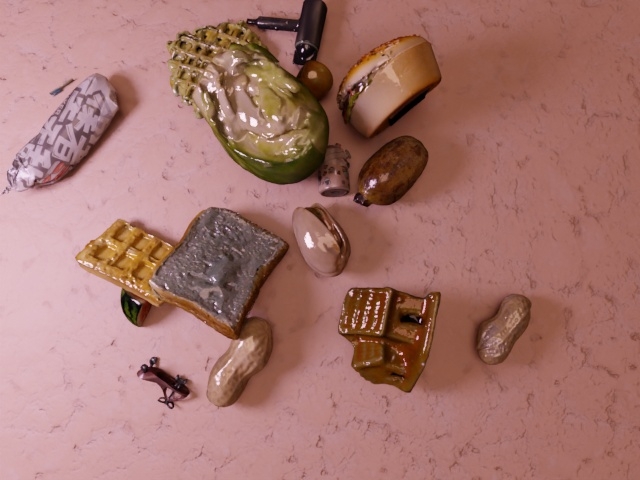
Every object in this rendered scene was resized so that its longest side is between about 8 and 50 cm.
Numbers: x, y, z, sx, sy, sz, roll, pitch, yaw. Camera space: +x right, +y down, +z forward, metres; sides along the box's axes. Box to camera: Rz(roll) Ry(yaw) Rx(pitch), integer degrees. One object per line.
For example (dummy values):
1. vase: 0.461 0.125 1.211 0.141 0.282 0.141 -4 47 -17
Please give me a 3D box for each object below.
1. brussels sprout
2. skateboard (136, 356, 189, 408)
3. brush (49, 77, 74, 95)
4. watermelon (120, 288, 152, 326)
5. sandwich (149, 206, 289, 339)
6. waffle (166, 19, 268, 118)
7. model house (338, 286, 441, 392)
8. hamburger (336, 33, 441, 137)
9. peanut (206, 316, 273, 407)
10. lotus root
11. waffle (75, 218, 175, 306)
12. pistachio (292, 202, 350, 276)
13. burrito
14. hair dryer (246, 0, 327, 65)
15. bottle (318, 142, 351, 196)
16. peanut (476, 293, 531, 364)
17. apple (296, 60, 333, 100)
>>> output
1. brussels sprout: -0.146 -0.316 1.079 0.371 0.315 0.276 39 95 -10
2. skateboard: -0.431 0.393 1.110 0.151 0.067 0.080 33 93 0
3. brush: -0.787 -0.466 1.242 0.083 0.016 0.013 -37 97 -4
4. watermelon: -0.509 0.163 1.139 0.094 0.125 0.135 -21 61 -31
5. sandwich: -0.262 0.066 1.078 0.271 0.099 0.301 29 60 -2
6. waffle: -0.301 -0.520 1.220 0.317 0.073 0.297 -21 83 -3
7. model house: 0.163 0.246 1.068 0.239 0.173 0.268 13 80 1
8. hamburger: 0.175 -0.415 1.099 0.300 0.300 0.176 -36 90 -4
9. peanut: -0.211 0.327 1.086 0.123 0.123 0.257 29 83 4
10. lotus root: 0.193 -0.187 1.149 0.260 0.128 0.145 -43 71 -10
11. waffle: -0.496 0.060 1.115 0.274 0.057 0.168 26 51 3
12. pistachio: 0.000 0.000 1.125 0.143 0.144 0.215 -28 75 -3
13. burrito: -0.745 -0.288 1.178 0.139 0.101 0.446 37 82 -1
14. hair dryer: -0.116 -0.635 1.247 0.248 0.078 0.196 10 83 11
15. bottle: 0.038 -0.208 1.170 0.098 0.099 0.152 -2 79 0
16. peanut: 0.499 0.239 1.113 0.098 0.090 0.214 35 81 34
17. apple: -0.019 -0.463 1.195 0.102 0.099 0.114 26 108 -21
